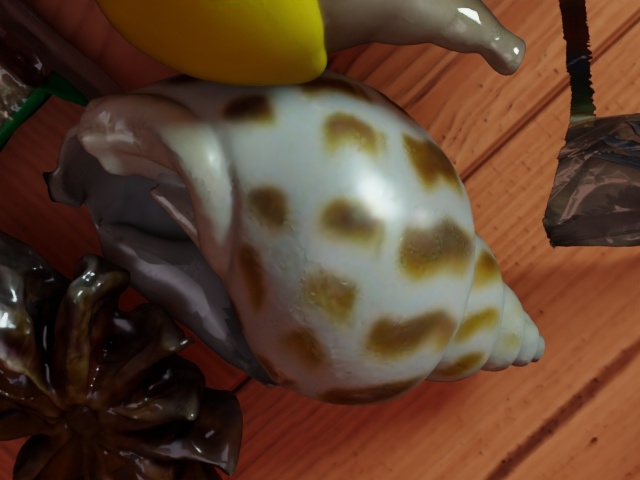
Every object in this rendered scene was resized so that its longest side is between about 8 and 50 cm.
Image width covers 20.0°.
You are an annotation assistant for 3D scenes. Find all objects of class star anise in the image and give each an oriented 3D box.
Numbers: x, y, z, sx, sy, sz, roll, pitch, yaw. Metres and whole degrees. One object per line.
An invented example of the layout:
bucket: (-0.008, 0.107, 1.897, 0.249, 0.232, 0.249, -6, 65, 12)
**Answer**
star anise: (-0.140, 0.082, 1.017, 0.214, 0.099, 0.220, 16, 138, 13)

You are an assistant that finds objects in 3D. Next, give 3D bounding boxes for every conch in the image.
conch: (0.001, 0.000, 0.961, 0.275, 0.183, 0.149, 48, 67, -12)

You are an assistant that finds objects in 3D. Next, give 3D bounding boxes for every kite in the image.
kite: (0.169, -0.058, 0.876, 0.169, 0.310, 0.015, -9, 64, 16)

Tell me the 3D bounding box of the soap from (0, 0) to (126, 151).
soap: (-0.275, -0.052, 1.001, 0.218, 0.098, 0.273, 43, 107, -7)

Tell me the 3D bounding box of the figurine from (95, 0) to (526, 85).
figurine: (0.046, -0.177, 0.859, 0.344, 0.215, 0.187, -1, 134, 15)
